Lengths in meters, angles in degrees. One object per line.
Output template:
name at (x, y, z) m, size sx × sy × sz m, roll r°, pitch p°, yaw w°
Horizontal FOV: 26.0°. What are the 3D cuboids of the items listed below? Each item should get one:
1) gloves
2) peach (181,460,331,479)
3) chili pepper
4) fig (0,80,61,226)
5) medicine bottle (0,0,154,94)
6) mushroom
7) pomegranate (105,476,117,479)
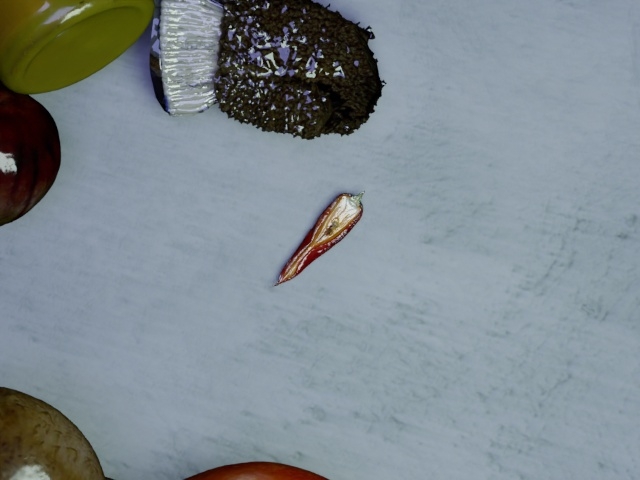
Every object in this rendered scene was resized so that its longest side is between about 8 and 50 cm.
gloves at (-0.066, -0.229, 1.815) m, size 0.313 × 0.135 × 0.210 m, roll 2°, pitch 81°, yaw -4°
peach at (-0.074, 0.442, 1.687) m, size 0.388 × 0.388 × 0.388 m, roll 0°, pitch 89°, yaw -2°
chili pepper at (0.000, 0.000, 1.865) m, size 0.045 × 0.027 × 0.178 m, roll 41°, pitch 88°, yaw 4°
fig at (-0.439, -0.084, 1.800) m, size 0.186 × 0.249 × 0.203 m, roll -12°, pitch 45°, yaw -32°
medicine bottle at (-0.397, -0.395, 1.758) m, size 0.224 × 0.224 × 0.384 m, roll -33°, pitch 82°, yaw -2°
mushroom at (-0.442, 0.350, 1.678) m, size 0.334 × 0.356 × 0.331 m, roll 21°, pitch 68°, yaw -24°
pomegranate at (-0.290, 0.388, 1.801) m, size 0.130 × 0.129 × 0.159 m, roll 4°, pitch 89°, yaw -1°
